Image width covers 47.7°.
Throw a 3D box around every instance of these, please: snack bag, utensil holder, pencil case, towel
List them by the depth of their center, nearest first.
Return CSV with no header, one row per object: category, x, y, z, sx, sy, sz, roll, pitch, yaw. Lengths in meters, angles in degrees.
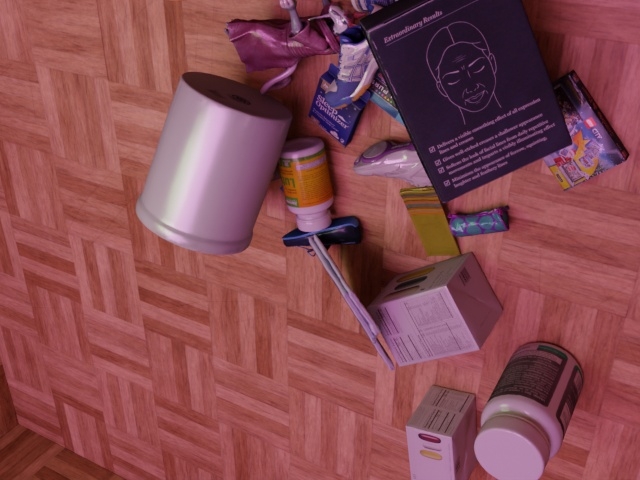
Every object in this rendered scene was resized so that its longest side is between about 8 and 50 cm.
pencil case,0.407,-0.048,1.855,0.152,0.064,0.070,-10,126,36
towel,0.291,-0.045,1.917,0.102,0.021,0.237,0,133,35
utensil holder,-0.277,-0.208,1.918,0.328,0.327,0.385,30,112,16
snack bag,0.094,0.175,2.020,0.037,0.323,0.342,-32,123,-2

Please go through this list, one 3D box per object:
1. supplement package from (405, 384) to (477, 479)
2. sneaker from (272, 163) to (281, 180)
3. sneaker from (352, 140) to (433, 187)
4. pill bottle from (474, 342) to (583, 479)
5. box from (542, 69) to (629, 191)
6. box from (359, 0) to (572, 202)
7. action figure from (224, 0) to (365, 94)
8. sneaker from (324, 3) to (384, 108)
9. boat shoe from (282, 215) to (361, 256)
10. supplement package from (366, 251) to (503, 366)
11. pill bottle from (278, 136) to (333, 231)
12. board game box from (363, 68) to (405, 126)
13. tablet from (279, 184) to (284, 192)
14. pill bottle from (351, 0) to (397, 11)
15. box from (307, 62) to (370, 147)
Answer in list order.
supplement package,0.369,0.609,2.170,0.145,0.204,0.262,7,120,30
sneaker,-0.224,-0.231,2.126,0.281,0.115,0.105,8,120,29
sneaker,0.216,-0.185,1.868,0.305,0.114,0.152,-3,129,41
pill bottle,0.534,0.438,1.858,0.204,0.361,0.204,16,124,26
box,0.567,-0.246,1.650,0.159,0.044,0.233,-30,97,41
box,0.295,-0.332,1.504,0.293,0.212,0.395,-24,112,8
action figure,-0.052,-0.488,1.781,0.370,0.248,0.275,5,119,34
sneaker,0.083,-0.429,1.674,0.131,0.112,0.296,27,135,-23
boat shoe,0.000,0.000,2.124,0.258,0.109,0.089,-7,115,38
supplement package,0.311,0.188,1.965,0.263,0.199,0.198,-21,103,39
pill bottle,-0.037,-0.155,2.035,0.136,0.136,0.245,5,118,31
board game box,0.230,-0.458,1.723,0.254,0.079,0.336,40,131,9
tablet,-0.081,-0.142,2.158,0.083,0.006,0.054,47,131,2
pill bottle,0.159,-0.553,1.601,0.169,0.094,0.094,11,121,29
box,0.044,-0.348,1.882,0.136,0.036,0.225,41,153,8
